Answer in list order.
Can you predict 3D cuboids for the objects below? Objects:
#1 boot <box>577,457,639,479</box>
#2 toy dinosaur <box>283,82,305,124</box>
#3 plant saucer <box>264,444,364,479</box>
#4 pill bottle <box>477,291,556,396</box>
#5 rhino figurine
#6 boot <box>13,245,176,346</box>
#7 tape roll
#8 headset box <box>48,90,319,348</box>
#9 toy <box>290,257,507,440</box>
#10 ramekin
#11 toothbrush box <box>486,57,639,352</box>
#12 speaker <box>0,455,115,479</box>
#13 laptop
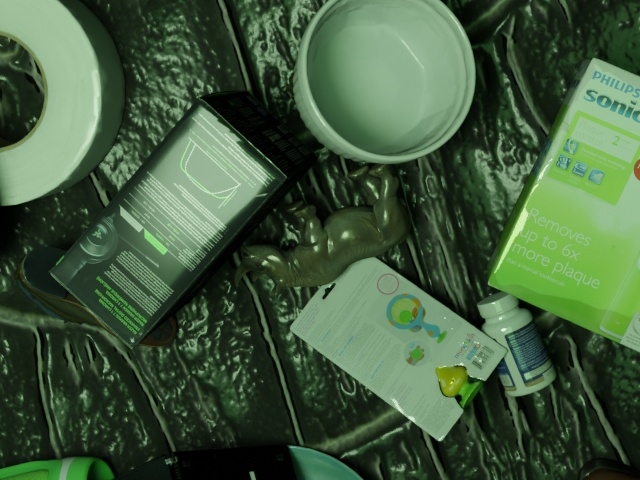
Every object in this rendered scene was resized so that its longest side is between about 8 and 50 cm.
[{"bbox_3d":[0.424,0.340,1.236,0.264,0.280,0.096,20,101,5],"label":"boot"},{"bbox_3d":[-0.004,-0.201,1.353,0.082,0.047,0.090,-27,127,3],"label":"toy dinosaur"},{"bbox_3d":[-0.057,0.415,1.368,0.317,0.044,0.318,-6,60,10],"label":"plant saucer"},{"bbox_3d":[0.237,0.124,1.341,0.067,0.067,0.120,-22,95,11],"label":"pill bottle"},{"bbox_3d":[0.000,0.000,1.348,0.243,0.073,0.106,-28,105,8],"label":"rhino figurine"},{"bbox_3d":[-0.294,0.074,1.419,0.219,0.106,0.082,32,69,-22],"label":"boot"},{"bbox_3d":[-0.394,-0.188,1.372,0.286,0.100,0.286,1,99,9],"label":"tape roll"},{"bbox_3d":[-0.155,-0.026,1.287,0.131,0.246,0.283,42,103,0],"label":"headset box"},{"bbox_3d":[0.097,0.127,1.357,0.237,0.056,0.137,35,84,23],"label":"toy"},{"bbox_3d":[0.064,-0.185,1.268,0.207,0.109,0.207,1,84,-15],"label":"ramekin"},{"bbox_3d":[0.343,-0.042,1.273,0.206,0.122,0.283,25,100,4],"label":"toothbrush box"},{"bbox_3d":[-0.420,0.372,1.447,0.296,0.131,0.131,-16,96,10],"label":"speaker"},{"bbox_3d":[-0.148,0.387,1.329,0.136,0.264,0.234,-51,47,42],"label":"laptop"}]
